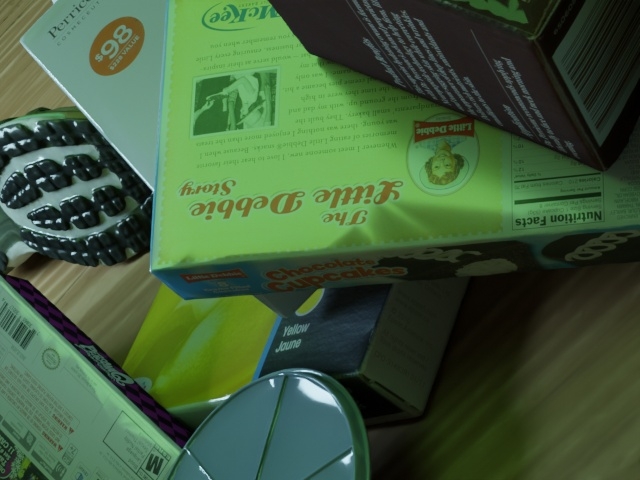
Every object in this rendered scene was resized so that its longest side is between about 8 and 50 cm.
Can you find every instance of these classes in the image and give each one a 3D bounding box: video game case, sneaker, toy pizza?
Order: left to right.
[{"bbox_3d":[-0.201,0.170,1.333,0.232,0.042,0.210,38,102,35],"label":"video game case"},{"bbox_3d":[-0.232,-0.080,1.775,0.410,0.158,0.182,-7,33,50],"label":"sneaker"},{"bbox_3d":[-0.035,0.173,1.157,0.201,0.032,0.201,-31,44,36],"label":"toy pizza"}]

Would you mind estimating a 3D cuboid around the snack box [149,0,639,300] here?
[{"bbox_3d":[0.062,-0.073,1.103,0.322,0.060,0.187,-5,68,19],"label":"snack box"}]

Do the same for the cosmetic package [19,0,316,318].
[{"bbox_3d":[0.013,-0.177,1.275,0.377,0.097,0.284,-46,48,1],"label":"cosmetic package"}]

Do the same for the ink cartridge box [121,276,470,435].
[{"bbox_3d":[0.000,0.000,1.344,0.303,0.072,0.307,-19,43,50],"label":"ink cartridge box"}]

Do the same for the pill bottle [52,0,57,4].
[{"bbox_3d":[-0.141,-0.169,1.603,0.117,0.117,0.215,-50,50,6],"label":"pill bottle"}]

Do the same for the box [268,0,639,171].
[{"bbox_3d":[0.084,-0.169,1.000,0.203,0.168,0.167,25,81,27],"label":"box"}]
